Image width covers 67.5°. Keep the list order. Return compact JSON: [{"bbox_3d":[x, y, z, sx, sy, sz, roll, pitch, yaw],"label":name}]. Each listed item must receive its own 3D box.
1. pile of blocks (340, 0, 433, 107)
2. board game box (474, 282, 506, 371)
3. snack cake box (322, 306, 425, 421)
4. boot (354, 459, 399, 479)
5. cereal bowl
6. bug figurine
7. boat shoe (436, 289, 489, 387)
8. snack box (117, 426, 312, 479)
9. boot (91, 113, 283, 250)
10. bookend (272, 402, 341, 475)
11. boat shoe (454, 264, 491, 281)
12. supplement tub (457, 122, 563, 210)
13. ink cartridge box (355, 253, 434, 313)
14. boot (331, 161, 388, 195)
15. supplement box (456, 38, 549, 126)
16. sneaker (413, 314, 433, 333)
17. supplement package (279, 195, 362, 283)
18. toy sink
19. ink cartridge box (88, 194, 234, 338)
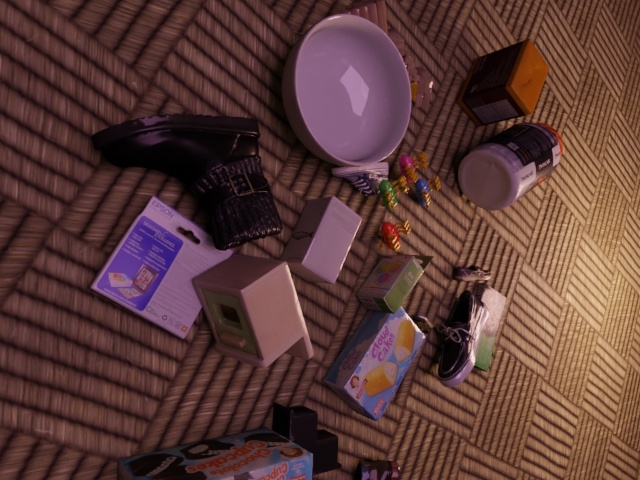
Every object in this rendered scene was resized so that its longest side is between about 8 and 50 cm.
[{"bbox_3d":[0.166,-0.488,1.270,0.362,0.149,0.112,41,23,-38],"label":"pile of blocks"},{"bbox_3d":[0.529,0.282,1.556,0.136,0.030,0.259,32,71,-34],"label":"board game box"},{"bbox_3d":[0.144,0.303,1.235,0.152,0.089,0.264,50,62,-26],"label":"snack cake box"},{"bbox_3d":[0.125,0.674,1.241,0.106,0.082,0.218,16,83,-13],"label":"boot"},{"bbox_3d":[0.047,-0.340,1.135,0.339,0.141,0.338,-1,92,-34],"label":"cereal bowl"},{"bbox_3d":[0.226,-0.111,1.289,0.279,0.072,0.216,-49,136,-31],"label":"bug figurine"},{"bbox_3d":[0.407,0.281,1.416,0.105,0.113,0.306,46,61,-19],"label":"boat shoe"},{"bbox_3d":[-0.198,0.442,0.920,0.322,0.187,0.059,3,88,-37],"label":"snack box"},{"bbox_3d":[-0.235,-0.103,0.925,0.348,0.131,0.259,-11,92,-37],"label":"boot"},{"bbox_3d":[-0.030,0.456,1.115,0.156,0.072,0.157,5,86,-37],"label":"bookend"},{"bbox_3d":[0.486,0.101,1.509,0.152,0.056,0.049,-3,96,-36],"label":"boat shoe"},{"bbox_3d":[0.609,-0.246,1.511,0.338,0.207,0.206,-30,107,-32],"label":"supplement tub"},{"bbox_3d":[0.197,0.092,1.264,0.209,0.109,0.062,-50,117,-26],"label":"ink cartridge box"},{"bbox_3d":[0.108,-0.153,1.227,0.190,0.069,0.085,-11,101,-38],"label":"boot"},{"bbox_3d":[0.565,-0.484,1.489,0.129,0.194,0.191,37,69,-30],"label":"supplement box"},{"bbox_3d":[0.296,0.243,1.382,0.083,0.031,0.035,39,68,-29],"label":"sneaker"},{"bbox_3d":[0.000,0.000,1.123,0.105,0.105,0.179,35,69,-31],"label":"supplement package"},{"bbox_3d":[-0.134,0.163,0.964,0.131,0.153,0.233,-35,120,-41],"label":"toy sink"},{"bbox_3d":[-0.302,0.054,0.936,0.206,0.045,0.208,40,65,-30],"label":"ink cartridge box"}]
